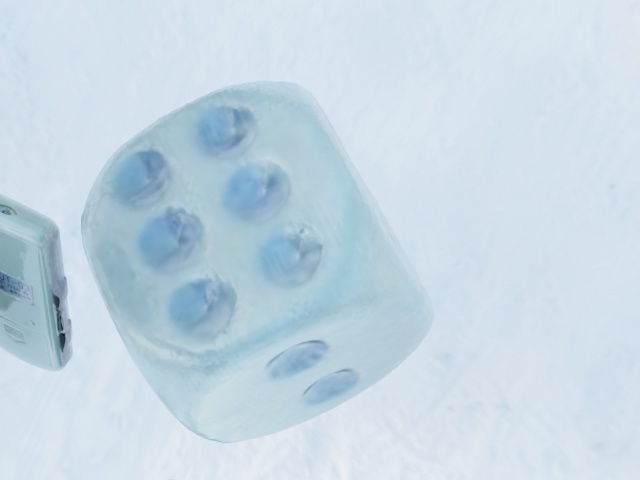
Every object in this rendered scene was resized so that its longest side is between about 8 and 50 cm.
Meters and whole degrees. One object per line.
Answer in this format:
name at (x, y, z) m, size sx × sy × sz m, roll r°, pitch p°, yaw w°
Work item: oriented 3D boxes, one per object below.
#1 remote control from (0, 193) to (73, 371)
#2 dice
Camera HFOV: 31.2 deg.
remote control at (-0.390, 0.060, 1.496) m, size 0.140 × 0.296 × 0.056 m, roll 25°, pitch 51°, yaw 15°
dice at (-0.060, 0.024, 1.140) m, size 0.265 × 0.262 × 0.268 m, roll -29°, pitch 66°, yaw 5°
